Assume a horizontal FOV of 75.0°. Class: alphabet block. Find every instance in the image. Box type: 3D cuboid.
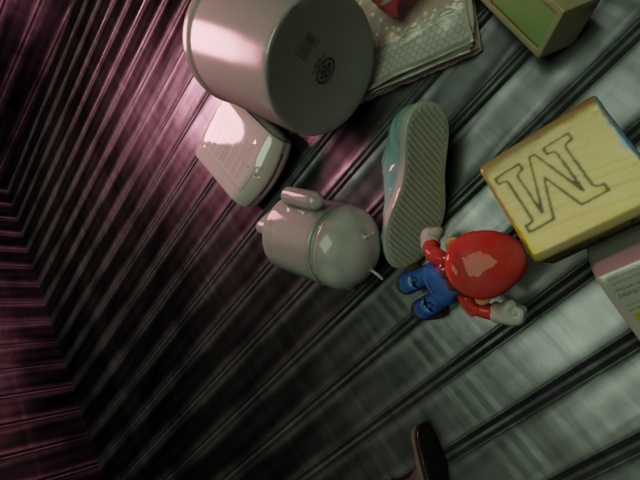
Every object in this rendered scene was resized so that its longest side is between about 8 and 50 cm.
[{"bbox_3d":[0.428,-0.087,0.714,0.197,0.192,0.193,-34,66,29],"label":"alphabet block"}]

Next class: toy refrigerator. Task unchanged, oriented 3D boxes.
[{"bbox_3d":[0.386,-0.489,0.802,0.094,0.102,0.269,-24,68,-9],"label":"toy refrigerator"}]

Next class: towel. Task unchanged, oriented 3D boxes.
[{"bbox_3d":[0.194,-0.533,1.002,0.332,0.053,0.317,-13,79,35],"label":"towel"}]

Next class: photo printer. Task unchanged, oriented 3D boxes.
[{"bbox_3d":[-0.232,-0.270,1.271,0.307,0.107,0.256,47,114,29],"label":"photo printer"}]

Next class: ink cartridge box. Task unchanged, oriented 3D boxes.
[{"bbox_3d":[0.538,0.088,0.597,0.171,0.168,0.232,-36,86,31],"label":"ink cartridge box"}]

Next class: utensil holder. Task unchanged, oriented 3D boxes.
[{"bbox_3d":[-0.106,-0.459,1.028,0.385,0.328,0.327,37,109,39],"label":"utensil holder"}]

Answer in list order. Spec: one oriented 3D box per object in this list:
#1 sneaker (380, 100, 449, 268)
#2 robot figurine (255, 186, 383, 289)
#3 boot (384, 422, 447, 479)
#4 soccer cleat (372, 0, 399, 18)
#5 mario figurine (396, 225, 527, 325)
[{"bbox_3d":[0.201,-0.124,0.951,0.150,0.135,0.366,-122,39,-71],"label":"sneaker"},{"bbox_3d":[0.000,0.000,1.013,0.353,0.300,0.200,15,54,42],"label":"robot figurine"},{"bbox_3d":[0.199,0.539,0.919,0.161,0.083,0.246,-25,71,39],"label":"boot"},{"bbox_3d":[0.240,-0.630,0.894,0.318,0.108,0.116,-38,107,17],"label":"soccer cleat"},{"bbox_3d":[0.281,0.064,0.798,0.170,0.198,0.320,-63,5,-23],"label":"mario figurine"}]
